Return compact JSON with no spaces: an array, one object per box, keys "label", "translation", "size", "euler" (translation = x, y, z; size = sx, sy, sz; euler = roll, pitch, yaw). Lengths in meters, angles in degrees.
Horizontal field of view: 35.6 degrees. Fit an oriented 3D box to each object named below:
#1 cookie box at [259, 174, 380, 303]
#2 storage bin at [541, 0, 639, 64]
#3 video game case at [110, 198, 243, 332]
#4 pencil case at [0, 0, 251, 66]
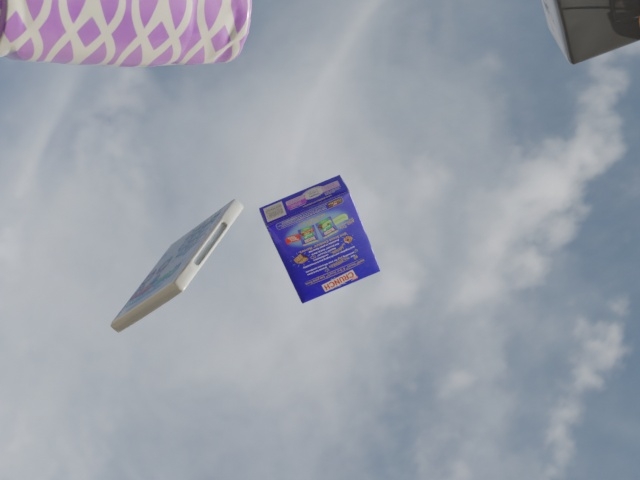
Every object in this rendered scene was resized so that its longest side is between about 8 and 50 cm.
[{"label":"cookie box","translation":[0.000,0.000,1.014],"size":[0.091,0.040,0.107],"euler":[-23,-56,0]},{"label":"storage bin","translation":[0.241,-0.211,0.854],"size":[0.091,0.135,0.098],"euler":[-25,-123,9]},{"label":"video game case","translation":[-0.165,0.030,1.141],"size":[0.019,0.143,0.157],"euler":[43,-41,-14]},{"label":"pencil case","translation":[-0.151,-0.169,0.711],"size":[0.088,0.206,0.086],"euler":[40,-56,45]}]
